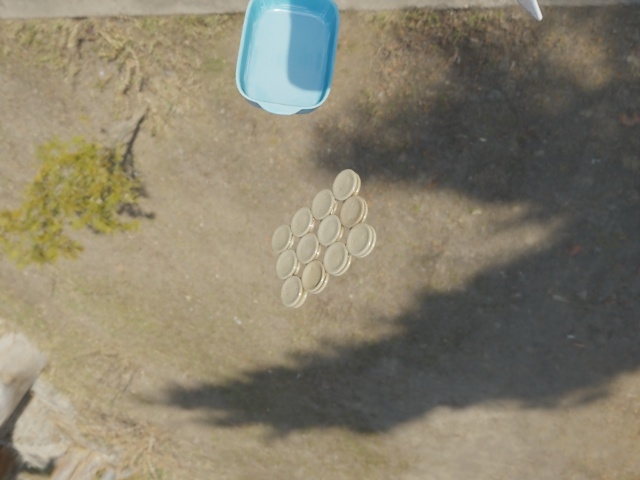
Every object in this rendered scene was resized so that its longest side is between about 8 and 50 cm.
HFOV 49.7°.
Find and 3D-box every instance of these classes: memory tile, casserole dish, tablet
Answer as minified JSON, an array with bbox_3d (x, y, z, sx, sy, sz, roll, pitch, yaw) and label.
[{"bbox_3d":[0.000,0.000,0.774,0.012,0.113,0.148,21,132,-40],"label":"memory tile"},{"bbox_3d":[-0.039,-0.226,0.832,0.114,0.188,0.037,8,160,-3],"label":"casserole dish"},{"bbox_3d":[0.151,-0.216,0.545,0.006,0.054,0.083,-29,127,12],"label":"tablet"}]
